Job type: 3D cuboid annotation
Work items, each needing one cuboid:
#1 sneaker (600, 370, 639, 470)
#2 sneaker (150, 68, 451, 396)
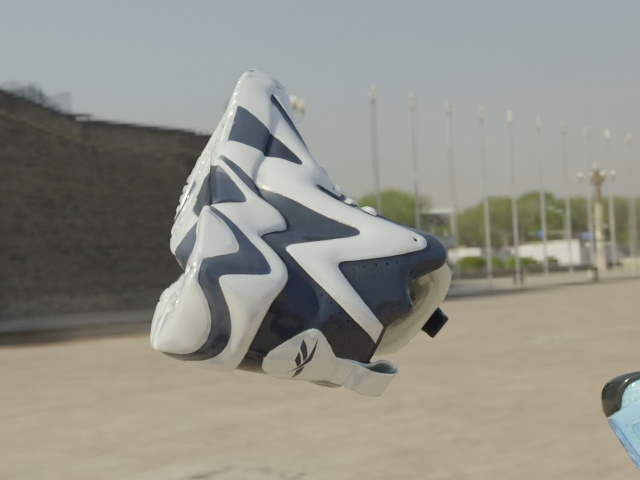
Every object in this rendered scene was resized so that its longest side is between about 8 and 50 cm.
[{"bbox_3d":[0.145,0.012,0.315,0.162,0.073,0.063,-41,-22,-13],"label":"sneaker"},{"bbox_3d":[0.000,0.000,0.629,0.153,0.094,0.235,24,27,-14],"label":"sneaker"}]
